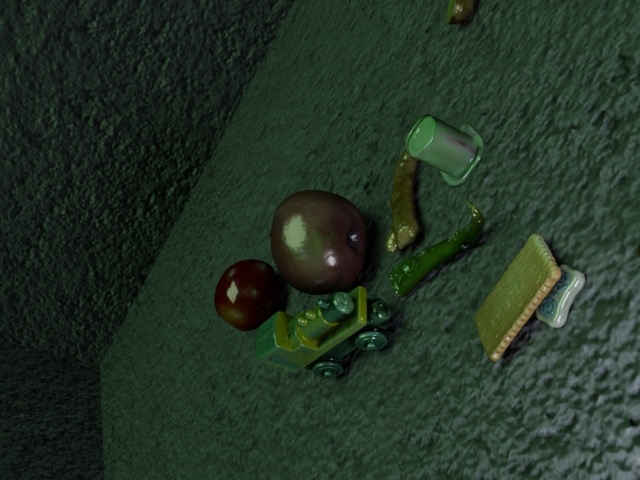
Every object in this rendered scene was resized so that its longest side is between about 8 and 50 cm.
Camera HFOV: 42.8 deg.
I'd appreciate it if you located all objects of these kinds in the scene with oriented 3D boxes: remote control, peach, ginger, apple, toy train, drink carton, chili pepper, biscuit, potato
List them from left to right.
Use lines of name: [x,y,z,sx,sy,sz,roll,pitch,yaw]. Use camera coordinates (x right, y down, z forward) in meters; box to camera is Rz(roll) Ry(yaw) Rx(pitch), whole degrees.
peach: [-0.234,0.174,2.668,0.243,0.199,0.243,-29,47,38]
apple: [0.000,0.000,2.276,0.235,0.306,0.305,-10,60,32]
toy train: [0.017,0.232,2.122,0.369,0.237,0.150,-41,36,43]
ginger: [0.224,-0.109,2.167,0.118,0.065,0.299,-28,45,47]
chili pepper: [0.282,0.023,1.958,0.359,0.076,0.085,-46,54,45]
drink carton: [0.301,-0.232,2.026,0.146,0.142,0.144,-55,31,22]
potato: [0.384,-0.635,2.236,0.096,0.066,0.103,-175,95,-87]
biscuit: [0.402,0.118,1.680,0.249,0.030,0.160,-61,17,25]
remote control: [0.468,0.108,1.600,0.122,0.032,0.074,-66,27,6]

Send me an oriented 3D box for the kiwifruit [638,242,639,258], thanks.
kiwifruit: [0.594,0.022,1.387,0.075,0.075,0.124,-67,23,6]
